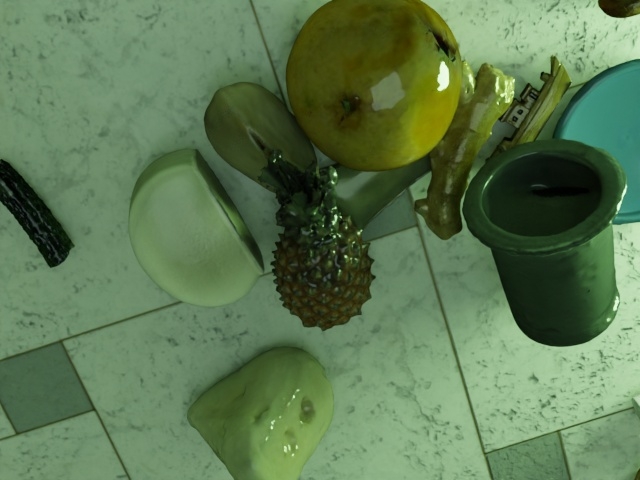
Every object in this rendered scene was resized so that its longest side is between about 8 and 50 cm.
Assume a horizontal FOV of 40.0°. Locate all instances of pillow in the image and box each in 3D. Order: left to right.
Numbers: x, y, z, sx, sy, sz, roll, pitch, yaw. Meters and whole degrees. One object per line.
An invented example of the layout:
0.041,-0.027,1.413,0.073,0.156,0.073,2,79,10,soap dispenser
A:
0.089,-0.105,1.431,0.208,0.053,0.119,-43,118,4,pillow

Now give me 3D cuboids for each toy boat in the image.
0.328,-0.202,1.414,0.072,0.064,0.206,29,108,2,toy boat

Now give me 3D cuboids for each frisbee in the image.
0.515,-0.163,1.451,0.289,0.049,0.290,-3,116,-6,frisbee

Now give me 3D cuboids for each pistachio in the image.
-0.089,-0.152,1.351,0.126,0.152,0.223,-40,129,7,pistachio

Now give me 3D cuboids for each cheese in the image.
-0.078,0.311,1.507,0.248,0.251,0.174,-39,112,-6,cheese

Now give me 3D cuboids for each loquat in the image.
0.078,-0.232,1.287,0.263,0.263,0.263,-2,112,-5,loquat

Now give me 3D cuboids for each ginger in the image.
0.226,-0.137,1.404,0.117,0.065,0.299,8,111,-10,ginger

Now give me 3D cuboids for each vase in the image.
0.369,0.025,1.395,0.245,0.245,0.291,-21,131,3,vase

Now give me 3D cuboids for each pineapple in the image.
0.000,0.000,1.337,0.175,0.175,0.361,-7,147,-3,pineapple

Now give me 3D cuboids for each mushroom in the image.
0.454,-0.391,1.346,0.088,0.073,0.129,-43,72,9,mushroom

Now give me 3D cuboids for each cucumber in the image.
-0.466,-0.044,1.408,0.058,0.058,0.187,-30,110,7,cucumber

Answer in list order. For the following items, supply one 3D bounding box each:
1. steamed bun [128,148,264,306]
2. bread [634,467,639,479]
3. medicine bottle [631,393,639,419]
-0.210,-0.009,1.394,0.164,0.146,0.242,-29,111,2,steamed bun
0.731,0.489,1.725,0.239,0.074,0.093,12,95,-12,bread
0.711,0.271,1.624,0.260,0.095,0.095,-26,112,6,medicine bottle
